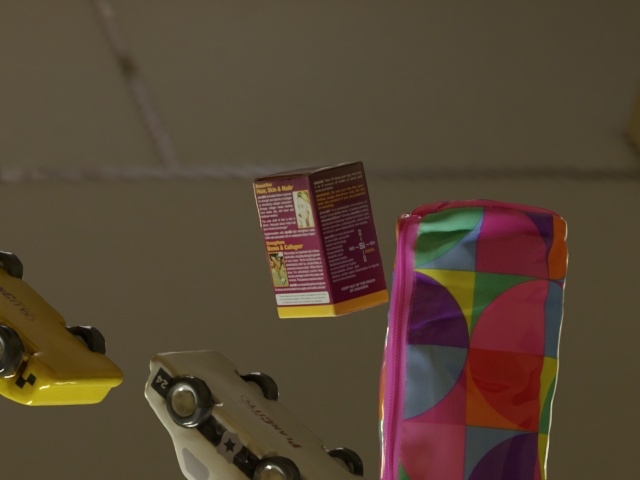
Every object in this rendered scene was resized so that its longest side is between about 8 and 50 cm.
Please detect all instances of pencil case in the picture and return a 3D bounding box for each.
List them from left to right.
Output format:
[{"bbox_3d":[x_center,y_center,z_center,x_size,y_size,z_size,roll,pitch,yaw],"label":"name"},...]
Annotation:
[{"bbox_3d":[0.076,0.094,1.064,0.104,0.236,0.104,6,172,1],"label":"pencil case"}]

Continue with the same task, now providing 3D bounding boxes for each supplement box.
[{"bbox_3d":[0.000,0.000,1.135,0.043,0.083,0.055,-15,-173,-37],"label":"supplement box"}]

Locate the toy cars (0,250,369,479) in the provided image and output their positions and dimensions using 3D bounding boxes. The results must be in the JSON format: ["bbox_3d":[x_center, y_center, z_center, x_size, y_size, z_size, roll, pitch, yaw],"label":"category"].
[{"bbox_3d":[-0.143,0.116,1.410,0.393,0.087,0.176,27,-163,-11],"label":"toy cars"}]
